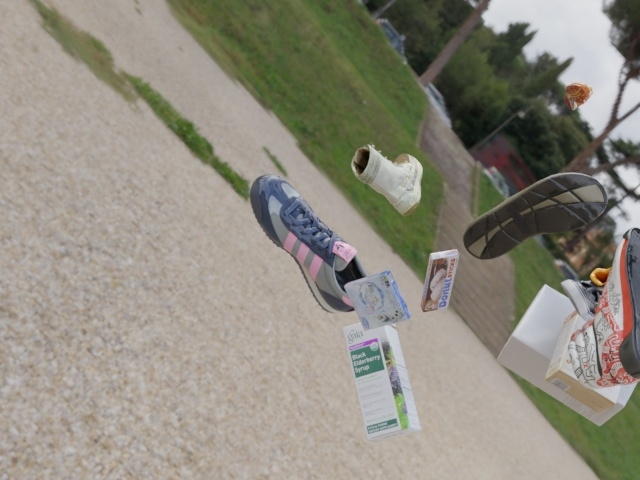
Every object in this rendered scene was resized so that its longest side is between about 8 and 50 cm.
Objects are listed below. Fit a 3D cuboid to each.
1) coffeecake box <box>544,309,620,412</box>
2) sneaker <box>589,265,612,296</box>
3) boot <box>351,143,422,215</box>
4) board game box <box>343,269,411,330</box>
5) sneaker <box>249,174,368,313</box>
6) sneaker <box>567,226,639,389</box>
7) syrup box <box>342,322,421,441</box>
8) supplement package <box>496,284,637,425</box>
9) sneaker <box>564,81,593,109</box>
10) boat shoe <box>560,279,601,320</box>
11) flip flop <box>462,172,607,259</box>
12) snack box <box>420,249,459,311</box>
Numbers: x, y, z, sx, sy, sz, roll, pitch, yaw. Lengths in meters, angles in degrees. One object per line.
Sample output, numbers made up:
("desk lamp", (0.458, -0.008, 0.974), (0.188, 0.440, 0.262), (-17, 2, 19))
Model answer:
("coffeecake box", (0.598, 0.262, 1.705), (0.142, 0.185, 0.068), (31, -34, 2))
("sneaker", (0.568, 0.060, 1.379), (0.083, 0.084, 0.215), (43, -33, 3))
("boot", (0.151, -0.167, 1.761), (0.165, 0.077, 0.213), (34, 33, -20))
("board game box", (0.098, 0.104, 1.319), (0.020, 0.090, 0.090), (-39, 106, -56))
("sneaker", (0.000, 0.000, 1.422), (0.131, 0.112, 0.319), (-10, -56, 50))
("sneaker", (0.471, 0.112, 1.246), (0.090, 0.145, 0.270), (26, 55, -19))
("syrup box", (0.125, 0.283, 1.573), (0.096, 0.093, 0.237), (34, 40, -62))
("supplement package", (0.612, 0.279, 1.867), (0.293, 0.175, 0.177), (33, -24, 15))
("sneaker", (0.689, -0.395, 2.033), (0.064, 0.067, 0.175), (55, 9, 3))
("boat shoe", (0.558, 0.116, 1.590), (0.228, 0.076, 0.080), (33, 28, -59))
("flip flop", (0.403, -0.048, 1.463), (0.112, 0.277, 0.080), (60, 25, -4))
("snack box", (0.271, 0.094, 1.754), (0.178, 0.064, 0.022), (93, -17, -44))
